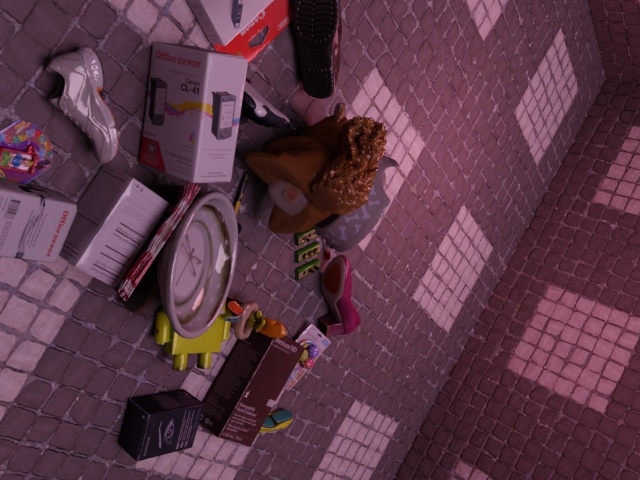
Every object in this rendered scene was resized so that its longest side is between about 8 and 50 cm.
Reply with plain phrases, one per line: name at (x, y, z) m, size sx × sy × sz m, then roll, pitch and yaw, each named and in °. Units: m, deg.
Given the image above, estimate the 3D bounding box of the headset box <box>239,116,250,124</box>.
headset box at (-0.232, -0.354, 1.870) m, size 0.083 × 0.032 × 0.062 m, roll -26°, pitch 127°, yaw -39°

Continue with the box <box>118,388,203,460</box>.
box at (-0.470, 0.541, 1.984) m, size 0.207 × 0.108 × 0.153 m, roll 6°, pitch 104°, yaw -51°

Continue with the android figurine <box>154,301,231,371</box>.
android figurine at (-0.366, 0.242, 1.963) m, size 0.248 × 0.056 × 0.272 m, roll 3°, pitch 92°, yaw -42°

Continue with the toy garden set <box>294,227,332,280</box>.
toy garden set at (0.000, 0.000, 2.315) m, size 0.204 × 0.049 × 0.244 m, roll -26°, pitch 127°, yaw -40°

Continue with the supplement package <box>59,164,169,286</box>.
supplement package at (-0.508, -0.036, 1.617) m, size 0.244 × 0.139 × 0.134 m, roll -59°, pitch 141°, yaw -8°

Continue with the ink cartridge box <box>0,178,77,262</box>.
ink cartridge box at (-0.662, -0.044, 1.459) m, size 0.208 × 0.087 × 0.153 m, roll 15°, pitch 105°, yaw -52°

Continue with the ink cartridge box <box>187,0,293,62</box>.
ink cartridge box at (-0.181, -0.611, 1.774) m, size 0.296 × 0.066 × 0.261 m, roll -50°, pitch 139°, yaw -21°

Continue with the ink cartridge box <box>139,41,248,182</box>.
ink cartridge box at (-0.314, -0.313, 1.637) m, size 0.131 × 0.226 × 0.306 m, roll -10°, pitch 115°, yaw -49°

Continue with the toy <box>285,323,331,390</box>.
toy at (-0.063, 0.432, 2.422) m, size 0.237 × 0.056 × 0.137 m, roll -46°, pitch 129°, yaw -7°

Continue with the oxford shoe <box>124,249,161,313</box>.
oxford shoe at (-0.460, 0.103, 1.820) m, size 0.212 × 0.076 × 0.076 m, roll -59°, pitch 175°, yaw -17°

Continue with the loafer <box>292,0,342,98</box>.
loafer at (-0.003, -0.605, 1.962) m, size 0.130 × 0.134 × 0.365 m, roll -68°, pitch 165°, yaw -51°

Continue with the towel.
towel at (-0.419, -0.004, 1.694) m, size 0.037 × 0.237 × 0.329 m, roll 34°, pitch 80°, yaw -16°

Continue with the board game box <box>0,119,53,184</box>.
board game box at (-0.655, -0.177, 1.455) m, size 0.169 × 0.033 × 0.133 m, roll -44°, pitch 137°, yaw -28°

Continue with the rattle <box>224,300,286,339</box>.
rattle at (-0.199, 0.251, 2.041) m, size 0.130 × 0.143 × 0.199 m, roll -47°, pitch 161°, yaw -18°

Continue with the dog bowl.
dog bowl at (0.101, -0.138, 2.128) m, size 0.102 × 0.349 × 0.348 m, roll 32°, pitch 82°, yaw -21°

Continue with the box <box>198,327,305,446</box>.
box at (-0.229, 0.468, 2.213) m, size 0.191 × 0.143 × 0.381 m, roll 39°, pitch 76°, yaw -51°

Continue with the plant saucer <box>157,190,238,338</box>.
plant saucer at (-0.344, 0.060, 1.806) m, size 0.400 × 0.101 × 0.400 m, roll 10°, pitch 90°, yaw -75°

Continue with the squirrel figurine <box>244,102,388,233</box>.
squirrel figurine at (0.034, -0.234, 1.971) m, size 0.370 × 0.397 × 0.281 m, roll -52°, pitch 131°, yaw -39°

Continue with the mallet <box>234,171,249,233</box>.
mallet at (-0.249, -0.110, 1.977) m, size 0.062 × 0.039 × 0.189 m, roll 2°, pitch 103°, yaw -54°

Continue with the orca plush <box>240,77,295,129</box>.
orca plush at (-0.204, -0.363, 1.830) m, size 0.102 × 0.151 × 0.287 m, roll -40°, pitch 147°, yaw 19°

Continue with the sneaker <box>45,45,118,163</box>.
sneaker at (-0.539, -0.293, 1.499) m, size 0.121 × 0.099 × 0.262 m, roll -24°, pitch 119°, yaw -32°

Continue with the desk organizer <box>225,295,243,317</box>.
desk organizer at (-0.291, 0.244, 2.092) m, size 0.047 × 0.050 × 0.130 m, roll 27°, pitch 87°, yaw -52°

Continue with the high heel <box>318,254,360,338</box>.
high heel at (0.095, 0.193, 2.463) m, size 0.181 × 0.127 × 0.377 m, roll -16°, pitch 136°, yaw -34°

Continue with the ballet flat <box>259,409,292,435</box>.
ballet flat at (-0.188, 0.663, 2.418) m, size 0.231 × 0.077 × 0.077 m, roll 9°, pitch 118°, yaw -54°
